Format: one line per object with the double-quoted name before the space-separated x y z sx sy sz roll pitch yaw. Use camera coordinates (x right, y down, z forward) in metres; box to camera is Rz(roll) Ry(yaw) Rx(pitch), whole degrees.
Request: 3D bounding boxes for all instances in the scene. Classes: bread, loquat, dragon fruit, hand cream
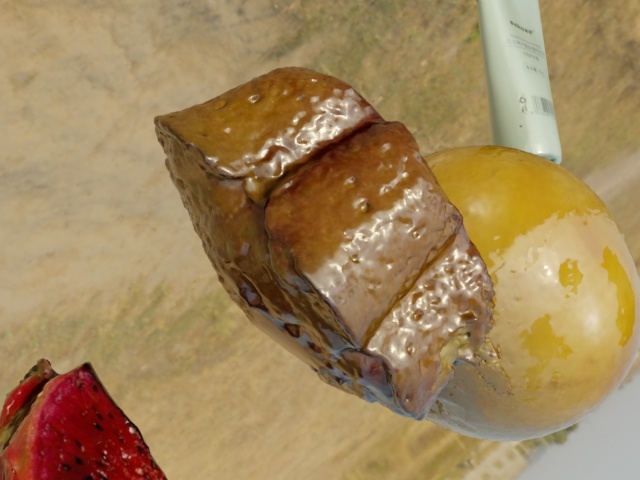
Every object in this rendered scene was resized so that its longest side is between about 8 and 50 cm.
"bread" 0.008 0.011 0.562 0.135 0.232 0.246 -38 161 -7
"loquat" 0.143 0.046 0.757 0.263 0.263 0.263 -36 161 -15
"dragon fruit" -0.147 0.204 0.526 0.163 0.261 0.189 -32 172 -8
"hand cream" 0.209 -0.223 0.938 0.109 0.320 0.067 6 166 -38
